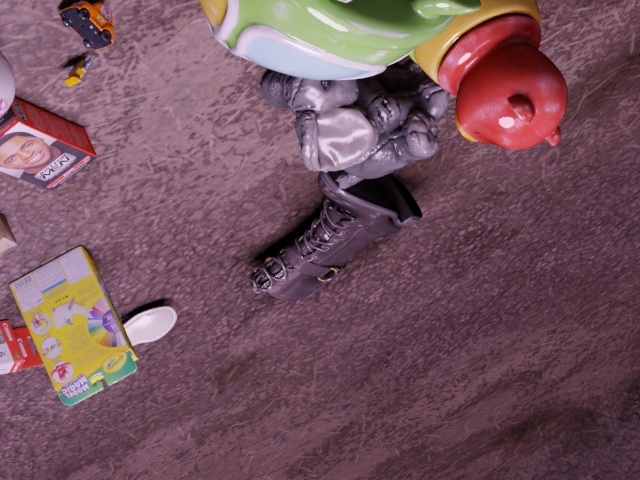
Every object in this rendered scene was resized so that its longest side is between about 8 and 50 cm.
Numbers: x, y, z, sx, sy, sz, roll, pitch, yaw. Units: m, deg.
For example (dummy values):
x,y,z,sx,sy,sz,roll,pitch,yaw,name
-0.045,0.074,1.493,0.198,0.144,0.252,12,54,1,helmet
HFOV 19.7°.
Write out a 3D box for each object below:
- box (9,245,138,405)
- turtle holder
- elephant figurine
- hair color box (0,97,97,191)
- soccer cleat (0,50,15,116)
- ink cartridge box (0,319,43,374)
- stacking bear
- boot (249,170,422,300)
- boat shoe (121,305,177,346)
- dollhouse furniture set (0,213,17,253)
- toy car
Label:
x,y,z,sx,sy,sz,roll,pitch,yaw,name
-0.292,0.107,2.210,0.105,0.179,0.043,-28,154,1,box
-0.025,-0.259,1.739,0.320,0.243,0.227,-17,171,-40,turtle holder
0.012,-0.164,2.080,0.239,0.186,0.169,13,177,-39,elephant figurine
-0.310,-0.103,1.966,0.072,0.043,0.141,-36,152,18,hair color box
-0.353,-0.168,1.663,0.143,0.116,0.331,-37,169,22,soccer cleat
-0.399,0.133,2.288,0.115,0.063,0.029,-10,151,-33,ink cartridge box
0.157,-0.218,1.925,0.164,0.289,0.175,-33,154,10,stacking bear
0.000,0.000,2.398,0.229,0.091,0.263,-36,155,16,boot
-0.249,0.121,2.440,0.125,0.038,0.046,-33,112,-1,boat shoe
-0.394,0.090,2.102,0.182,0.161,0.101,-32,154,11,dollhouse furniture set
-0.245,-0.208,1.868,0.122,0.060,0.040,-37,-158,55,toy car
